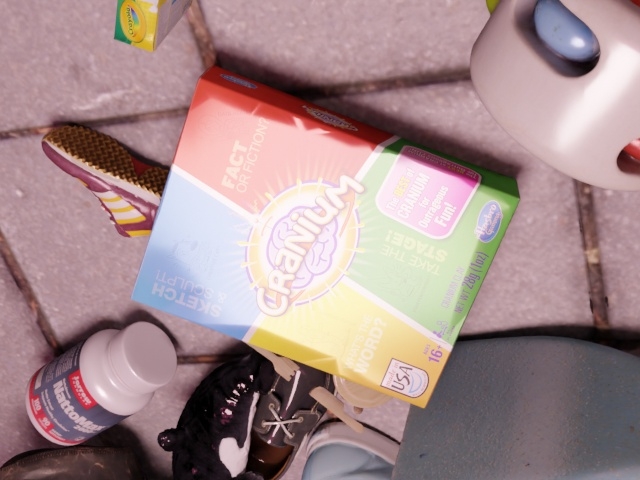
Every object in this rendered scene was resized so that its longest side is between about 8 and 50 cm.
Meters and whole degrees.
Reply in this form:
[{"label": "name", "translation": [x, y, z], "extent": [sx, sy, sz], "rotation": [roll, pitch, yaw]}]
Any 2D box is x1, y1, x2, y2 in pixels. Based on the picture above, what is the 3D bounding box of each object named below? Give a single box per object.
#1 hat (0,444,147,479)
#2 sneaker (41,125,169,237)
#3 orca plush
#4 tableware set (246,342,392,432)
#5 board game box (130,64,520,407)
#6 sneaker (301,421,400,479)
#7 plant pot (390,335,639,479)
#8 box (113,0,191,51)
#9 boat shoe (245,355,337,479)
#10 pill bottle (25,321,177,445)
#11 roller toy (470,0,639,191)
[{"label": "hat", "translation": [-0.318, 0.323, 1.268], "extent": [0.331, 0.331, 0.134], "rotation": [-10, 89, 23]}, {"label": "sneaker", "translation": [-0.214, -0.048, 1.055], "extent": [0.185, 0.070, 0.084], "rotation": [28, 123, -4]}, {"label": "orca plush", "translation": [-0.133, 0.231, 1.166], "extent": [0.287, 0.102, 0.151], "rotation": [-50, 59, 48]}, {"label": "tableware set", "translation": [0.011, 0.109, 1.104], "extent": [0.194, 0.039, 0.128], "rotation": [41, 83, -18]}, {"label": "board game box", "translation": [0.000, 0.000, 0.982], "extent": [0.316, 0.064, 0.242], "rotation": [20, 111, -1]}, {"label": "sneaker", "translation": [0.134, 0.362, 1.205], "extent": [0.365, 0.150, 0.135], "rotation": [24, 130, -3]}, {"label": "plant pot", "translation": [0.248, 0.247, 1.019], "extent": [0.252, 0.248, 0.247], "rotation": [-16, 120, 27]}, {"label": "box", "translation": [-0.132, -0.263, 0.848], "extent": [0.043, 0.105, 0.179], "rotation": [19, 128, 1]}, {"label": "boat shoe", "translation": [-0.038, 0.209, 1.191], "extent": [0.084, 0.079, 0.233], "rotation": [26, 127, -1]}, {"label": "pill bottle", "translation": [-0.261, 0.168, 1.208], "extent": [0.180, 0.108, 0.108], "rotation": [-31, 112, 32]}, {"label": "roller toy", "translation": [0.229, -0.146, 0.771], "extent": [0.209, 0.191, 0.146], "rotation": [28, 128, -4]}]
